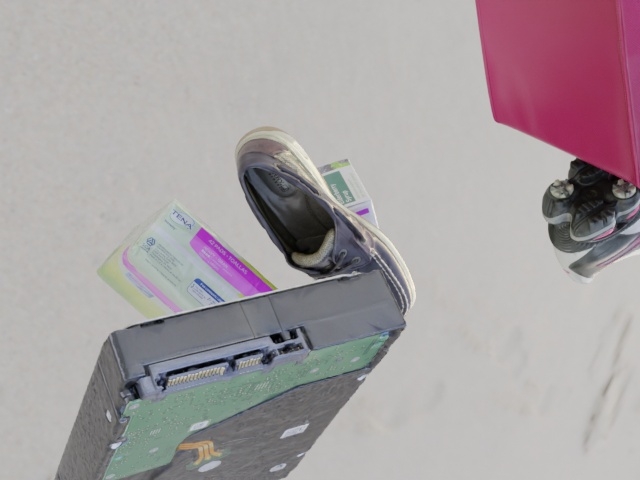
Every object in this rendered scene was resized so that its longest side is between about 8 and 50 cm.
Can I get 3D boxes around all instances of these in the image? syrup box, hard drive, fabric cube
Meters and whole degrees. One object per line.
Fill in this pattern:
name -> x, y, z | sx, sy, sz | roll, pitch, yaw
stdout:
syrup box -> 0.032, 0.021, 1.551 | 0.096, 0.093, 0.237 | -21, 133, -5
hard drive -> -0.093, 0.148, 1.034 | 0.237, 0.064, 0.339 | -13, 155, -26
fabric cube -> 0.319, -0.234, 1.155 | 0.259, 0.258, 0.254 | -19, 114, -16

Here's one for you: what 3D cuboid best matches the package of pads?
package of pads -> -0.149, 0.069, 1.514 | 0.101, 0.229, 0.296 | -51, -170, -15

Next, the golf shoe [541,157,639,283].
golf shoe -> 0.347, -0.061, 1.254 | 0.273, 0.105, 0.120 | -29, 137, -11

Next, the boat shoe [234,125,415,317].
boat shoe -> 0.000, 0.000, 1.367 | 0.103, 0.285, 0.092 | -30, -160, 26
